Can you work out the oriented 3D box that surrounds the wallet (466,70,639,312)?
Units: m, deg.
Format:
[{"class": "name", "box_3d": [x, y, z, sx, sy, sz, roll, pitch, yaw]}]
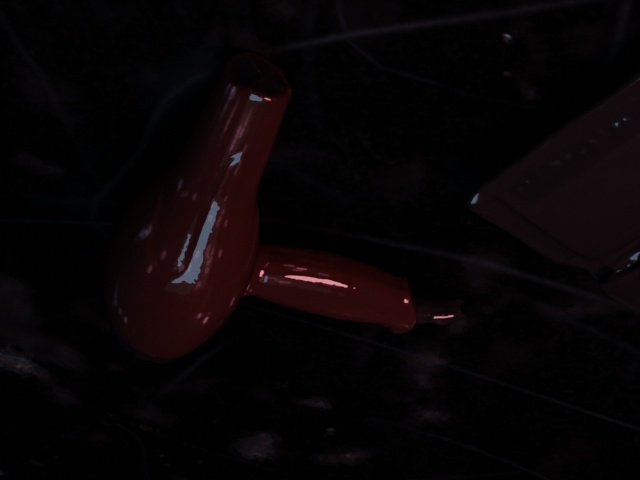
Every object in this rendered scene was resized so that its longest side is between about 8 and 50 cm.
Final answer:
[{"class": "wallet", "box_3d": [0.306, -0.022, 1.507, 0.323, 0.041, 0.247, 29, 136, -30]}]

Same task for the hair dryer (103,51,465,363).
[{"class": "hair dryer", "box_3d": [0.000, 0.000, 1.557, 0.340, 0.123, 0.312, 12, 131, -24]}]
